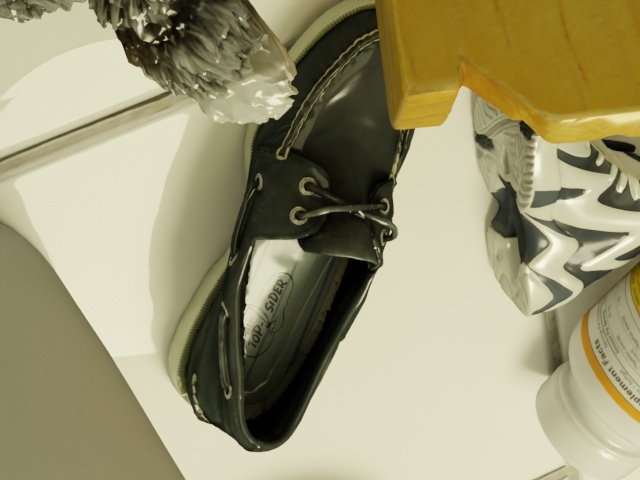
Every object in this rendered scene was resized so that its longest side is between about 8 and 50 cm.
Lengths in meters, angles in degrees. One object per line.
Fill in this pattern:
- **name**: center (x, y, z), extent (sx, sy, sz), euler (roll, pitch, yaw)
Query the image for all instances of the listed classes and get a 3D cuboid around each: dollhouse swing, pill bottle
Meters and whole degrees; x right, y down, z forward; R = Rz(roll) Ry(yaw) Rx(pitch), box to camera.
- **dollhouse swing**: center (0.201, -0.132, 1.127), extent (0.346, 0.315, 0.305), euler (-5, 151, -2)
- **pill bottle**: center (0.280, 0.079, 1.528), extent (0.136, 0.136, 0.246), euler (14, 133, -34)

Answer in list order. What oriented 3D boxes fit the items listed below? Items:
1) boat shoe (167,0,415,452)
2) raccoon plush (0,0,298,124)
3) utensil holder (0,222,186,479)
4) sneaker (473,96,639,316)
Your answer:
- **boat shoe**: center (-0.004, 0.000, 1.367), extent (0.127, 0.113, 0.340), euler (16, 113, -34)
- **raccoon plush**: center (-0.236, -0.134, 1.071), extent (0.299, 0.216, 0.446), euler (-36, 118, 6)
- **utensil holder**: center (-0.236, 0.193, 1.199), extent (0.327, 0.385, 0.328), euler (-14, 127, -20)
- **sneaker**: center (0.202, -0.059, 1.451), extent (0.153, 0.094, 0.235), euler (-22, 129, -15)
